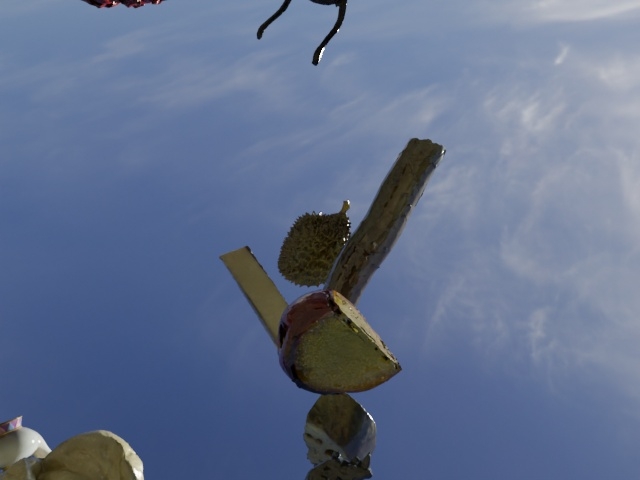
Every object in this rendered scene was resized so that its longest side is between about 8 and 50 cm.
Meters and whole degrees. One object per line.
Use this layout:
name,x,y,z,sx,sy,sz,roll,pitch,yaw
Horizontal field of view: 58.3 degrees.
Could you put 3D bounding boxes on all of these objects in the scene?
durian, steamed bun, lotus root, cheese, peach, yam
durian,0.000,0.000,1.149,0.146,0.102,0.208,34,-100,30
steamed bun,-0.548,0.598,1.202,0.372,0.324,0.230,-14,-169,-28
lotus root,0.048,0.467,1.347,0.138,0.234,0.119,8,-144,29
cheese,-0.120,0.145,1.317,0.085,0.034,0.400,-22,-134,-22
peach,0.020,0.130,0.751,0.172,0.127,0.092,18,-166,-26
yam,0.086,-0.013,0.871,0.067,0.317,0.071,30,-173,6

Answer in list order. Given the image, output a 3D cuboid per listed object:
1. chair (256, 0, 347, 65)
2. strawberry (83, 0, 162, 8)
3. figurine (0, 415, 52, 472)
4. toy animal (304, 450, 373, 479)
chair,-0.019,-0.390,0.799,0.174,0.149,0.213,33,-94,28
strawberry,-0.167,-0.256,0.402,0.184,0.186,0.201,27,-148,-10
figurine,-0.731,0.565,1.373,0.190,0.263,0.142,-16,174,-37
toy animal,0.007,0.287,0.647,0.136,0.047,0.065,-43,-114,-7
